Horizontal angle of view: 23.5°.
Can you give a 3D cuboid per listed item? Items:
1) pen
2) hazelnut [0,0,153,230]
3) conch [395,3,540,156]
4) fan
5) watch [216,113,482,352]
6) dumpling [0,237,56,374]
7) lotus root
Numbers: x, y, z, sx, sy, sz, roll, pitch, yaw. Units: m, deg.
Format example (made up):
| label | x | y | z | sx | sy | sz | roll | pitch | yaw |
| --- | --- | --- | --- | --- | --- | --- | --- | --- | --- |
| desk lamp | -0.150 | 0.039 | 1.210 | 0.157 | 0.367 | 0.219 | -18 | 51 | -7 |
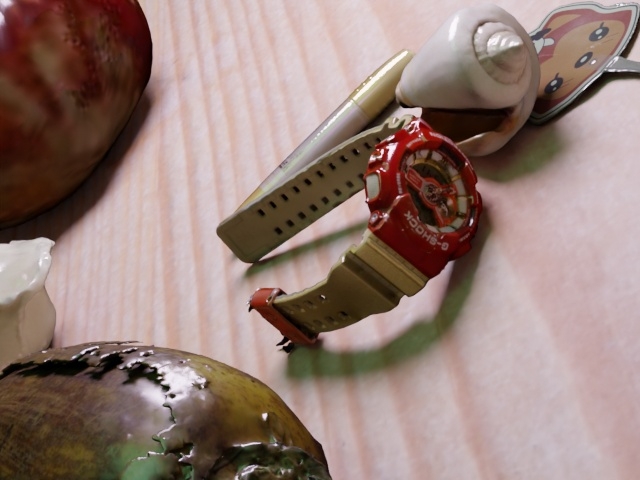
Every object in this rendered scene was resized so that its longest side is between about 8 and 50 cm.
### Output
| label | x | y | z | sx | sy | sz | roll | pitch | yaw |
| --- | --- | --- | --- | --- | --- | --- | --- | --- | --- |
| pen | 0.000 | -0.083 | 1.352 | 0.233 | 0.032 | 0.040 | -44 | 5 | -1 |
| hazelnut | -0.389 | -0.190 | 1.680 | 0.421 | 0.353 | 0.421 | -8 | 39 | 6 |
| conch | 0.106 | -0.118 | 1.194 | 0.176 | 0.104 | 0.094 | -26 | 14 | 46 |
| fan | 0.208 | -0.137 | 1.184 | 0.132 | 0.009 | 0.220 | -49 | 28 | -10 |
| watch | 0.004 | 0.001 | 1.184 | 0.268 | 0.102 | 0.165 | -30 | 31 | 38 |
| dumpling | -0.323 | 0.074 | 1.448 | 0.250 | 0.132 | 0.162 | -43 | 33 | 34 |
| lotus root | -0.130 | 0.169 | 1.029 | 0.397 | 0.179 | 0.196 | -8 | 60 | 53 |
